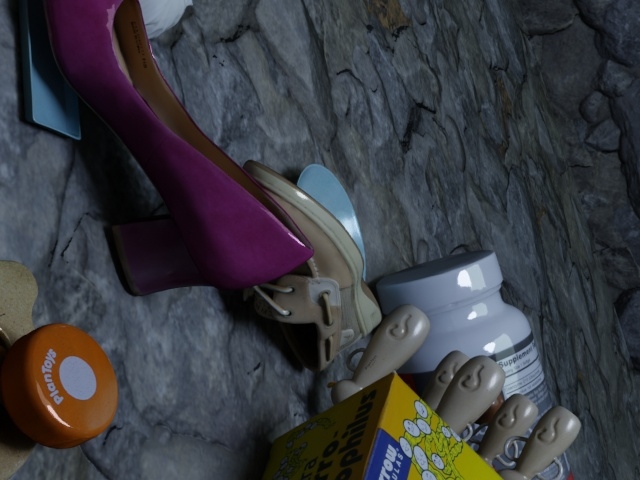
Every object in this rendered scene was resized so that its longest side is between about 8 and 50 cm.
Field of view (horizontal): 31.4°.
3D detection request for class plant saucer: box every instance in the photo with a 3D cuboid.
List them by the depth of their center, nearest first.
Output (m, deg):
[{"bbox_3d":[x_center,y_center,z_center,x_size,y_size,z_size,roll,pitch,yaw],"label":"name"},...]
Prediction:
[{"bbox_3d":[-0.251,-0.187,1.041,0.067,0.018,0.192,22,57,-61],"label":"plant saucer"},{"bbox_3d":[0.000,0.000,1.452,0.195,0.037,0.195,41,42,-52],"label":"plant saucer"}]

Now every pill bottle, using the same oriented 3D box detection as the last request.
[{"bbox_3d":[0.207,0.209,1.576,0.210,0.210,0.363,-27,102,-65],"label":"pill bottle"}]

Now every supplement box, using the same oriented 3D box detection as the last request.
[{"bbox_3d":[0.108,0.348,1.182,0.356,0.195,0.194,45,34,-15],"label":"supplement box"}]

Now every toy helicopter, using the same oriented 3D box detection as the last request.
[{"bbox_3d":[-0.293,0.006,0.763,0.235,0.140,0.355,9,59,-54],"label":"toy helicopter"}]

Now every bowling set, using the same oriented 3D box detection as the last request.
[{"bbox_3d":[0.170,0.226,1.361,0.154,0.287,0.200,-51,150,-9],"label":"bowling set"}]

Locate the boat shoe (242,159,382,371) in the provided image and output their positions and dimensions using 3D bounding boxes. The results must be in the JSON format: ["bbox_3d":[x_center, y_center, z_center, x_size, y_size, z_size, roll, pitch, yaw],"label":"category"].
[{"bbox_3d":[-0.023,0.043,1.229,0.110,0.121,0.341,-48,145,-13],"label":"boat shoe"}]

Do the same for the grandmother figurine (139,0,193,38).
[{"bbox_3d":[-0.166,-0.350,1.226,0.208,0.104,0.342,26,52,-25],"label":"grandmother figurine"}]

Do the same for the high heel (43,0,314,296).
[{"bbox_3d":[-0.128,-0.136,1.048,0.127,0.181,0.377,-55,132,-69],"label":"high heel"}]
